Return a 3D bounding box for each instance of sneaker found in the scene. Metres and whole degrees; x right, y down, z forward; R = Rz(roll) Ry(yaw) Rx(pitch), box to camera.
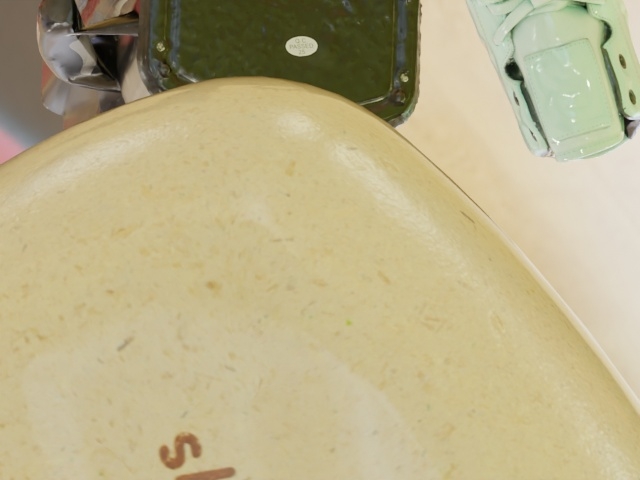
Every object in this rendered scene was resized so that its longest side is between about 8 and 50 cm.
[{"bbox_3d":[0.114,-0.124,0.950,0.094,0.151,0.256,-21,159,10],"label":"sneaker"}]

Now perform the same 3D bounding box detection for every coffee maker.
[{"bbox_3d":[-0.029,-0.095,0.710,0.120,0.171,0.178,29,162,-11],"label":"coffee maker"}]

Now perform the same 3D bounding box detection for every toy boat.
[{"bbox_3d":[0.055,0.068,0.469,0.318,0.267,0.148,-25,166,-6],"label":"toy boat"}]
